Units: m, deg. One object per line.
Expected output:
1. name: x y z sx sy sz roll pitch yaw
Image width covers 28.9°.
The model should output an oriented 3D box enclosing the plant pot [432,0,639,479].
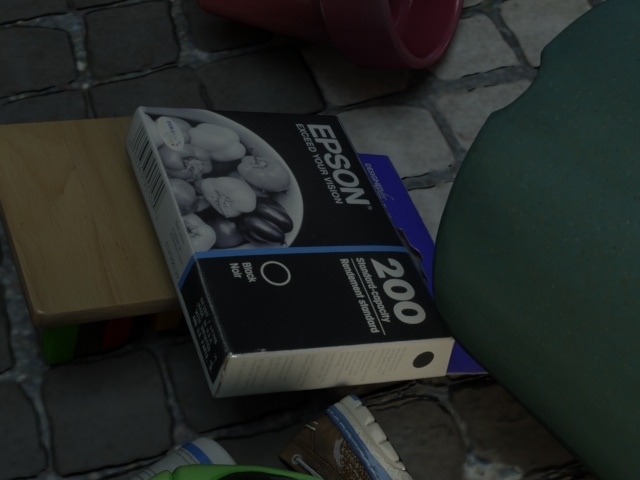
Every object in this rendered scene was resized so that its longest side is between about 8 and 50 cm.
1. plant pot: 0.258 0.044 0.645 0.341 0.341 0.334 -33 51 -24

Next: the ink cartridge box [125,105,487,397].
1. ink cartridge box: 0.000 0.000 0.794 0.208 0.045 0.206 0 48 -30

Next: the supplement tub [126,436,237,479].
1. supplement tub: -0.091 0.164 0.688 0.107 0.071 0.071 -28 57 -22

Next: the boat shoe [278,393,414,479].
1. boat shoe: 0.039 0.175 0.692 0.066 0.066 0.183 -31 56 -7

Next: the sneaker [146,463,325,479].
1. sneaker: 0.031 0.306 0.499 0.202 0.185 0.482 -5 60 -14

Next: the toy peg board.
1. toy peg board: -0.133 0.001 0.828 0.161 0.079 0.161 -7 52 -26

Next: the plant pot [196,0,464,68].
1. plant pot: 0.001 -0.233 0.943 0.180 0.201 0.201 7 50 24
